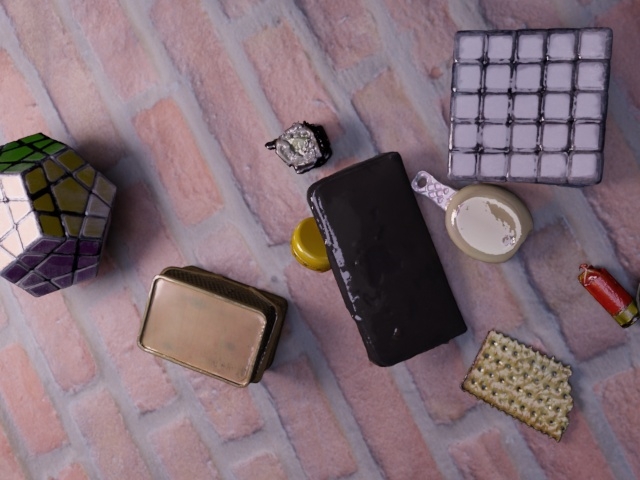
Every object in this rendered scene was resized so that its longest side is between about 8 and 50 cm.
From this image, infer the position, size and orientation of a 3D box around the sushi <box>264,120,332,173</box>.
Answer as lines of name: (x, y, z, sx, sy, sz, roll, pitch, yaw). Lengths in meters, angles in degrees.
sushi: (-0.036, -0.173, 1.364, 0.098, 0.084, 0.094, -31, 90, 20)

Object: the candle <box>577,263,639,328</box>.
candle: (0.499, 0.090, 1.259, 0.131, 0.052, 0.052, 46, 104, 8)

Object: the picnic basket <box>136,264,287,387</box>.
picnic basket: (-0.205, 0.161, 1.407, 0.266, 0.139, 0.165, 18, 99, 13)

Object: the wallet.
wallet: (0.119, 0.042, 1.317, 0.197, 0.051, 0.378, -23, 95, -8)

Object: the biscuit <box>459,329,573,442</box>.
biscuit: (0.372, 0.261, 1.325, 0.203, 0.016, 0.144, 25, 101, 12)

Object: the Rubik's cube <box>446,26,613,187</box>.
Rubik's cube: (0.336, -0.208, 1.181, 0.237, 0.237, 0.238, 5, 97, 13)

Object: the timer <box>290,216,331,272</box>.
timer: (0.000, 0.000, 1.354, 0.107, 0.107, 0.109, 41, 144, 8)

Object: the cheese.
cheese: (0.266, -0.054, 1.304, 0.227, 0.064, 0.137, 34, 101, 11)

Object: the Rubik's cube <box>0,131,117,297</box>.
Rubik's cube: (-0.548, -0.051, 1.415, 0.319, 0.319, 0.264, 35, 77, 10)

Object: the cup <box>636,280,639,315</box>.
cup: (0.633, 0.109, 1.159, 0.223, 0.176, 0.169, 21, 86, -8)
